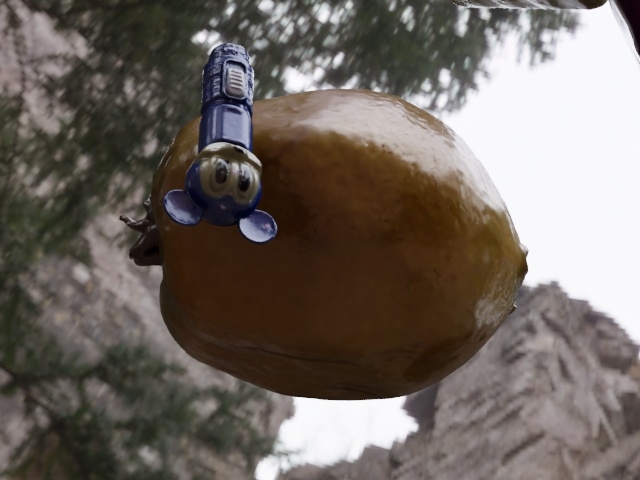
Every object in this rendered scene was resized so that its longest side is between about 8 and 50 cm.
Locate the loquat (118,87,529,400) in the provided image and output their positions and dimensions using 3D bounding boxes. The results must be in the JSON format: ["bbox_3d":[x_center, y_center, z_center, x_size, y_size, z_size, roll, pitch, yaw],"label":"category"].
[{"bbox_3d":[0.000,0.000,0.874,0.234,0.176,0.187,7,-39,6],"label":"loquat"}]

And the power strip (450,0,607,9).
[{"bbox_3d":[0.119,-0.210,1.083,0.105,0.256,0.070,27,-91,-19],"label":"power strip"}]

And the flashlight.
[{"bbox_3d":[-0.046,-0.052,0.768,0.057,0.121,0.035,14,-41,-16],"label":"flashlight"}]

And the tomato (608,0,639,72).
[{"bbox_3d":[0.221,-0.085,0.634,0.176,0.335,0.290,-27,-97,17],"label":"tomato"}]
